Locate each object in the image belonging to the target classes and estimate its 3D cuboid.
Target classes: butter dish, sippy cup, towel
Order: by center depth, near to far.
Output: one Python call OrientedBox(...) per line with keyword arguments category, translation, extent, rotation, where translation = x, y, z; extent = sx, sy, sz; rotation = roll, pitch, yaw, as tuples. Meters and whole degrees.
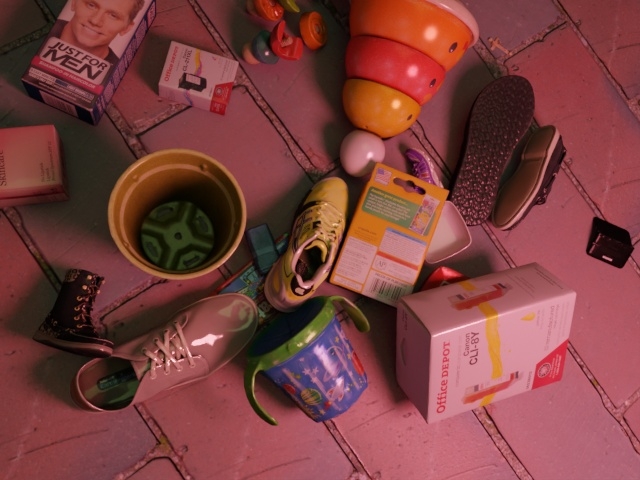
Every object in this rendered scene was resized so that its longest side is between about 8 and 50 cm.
OrientedBox(category="sippy cup", translation=(-0.015, 0.283, 1.372), extent=(0.305, 0.240, 0.224), rotation=(-34, 99, 5))
OrientedBox(category="towel", translation=(-0.139, 0.022, 1.456), extent=(0.067, 0.029, 0.119), rotation=(-18, 83, -18))
OrientedBox(category="butter dish", translation=(0.318, 0.132, 1.534), extent=(0.160, 0.118, 0.160), rotation=(24, 113, -15))

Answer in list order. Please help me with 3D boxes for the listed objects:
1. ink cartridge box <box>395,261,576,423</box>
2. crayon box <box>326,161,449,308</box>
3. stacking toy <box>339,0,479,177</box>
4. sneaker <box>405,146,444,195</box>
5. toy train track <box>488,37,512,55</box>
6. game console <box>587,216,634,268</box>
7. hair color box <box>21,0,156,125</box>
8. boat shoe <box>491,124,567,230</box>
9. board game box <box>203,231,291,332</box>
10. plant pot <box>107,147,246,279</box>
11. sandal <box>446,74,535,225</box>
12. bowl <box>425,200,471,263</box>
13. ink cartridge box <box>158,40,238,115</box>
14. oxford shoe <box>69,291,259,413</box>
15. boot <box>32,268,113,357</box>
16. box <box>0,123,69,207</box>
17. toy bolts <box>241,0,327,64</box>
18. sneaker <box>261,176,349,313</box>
OrientedBox(category="ink cartridge box", translation=(0.390, 0.243, 1.436), extent=(0.385, 0.160, 0.279), rotation=(-13, 121, -15))
OrientedBox(category="crayon box", translation=(0.169, -0.008, 1.503), extent=(0.203, 0.083, 0.323), rotation=(22, 85, -3))
OrientedBox(category="stacking toy", translation=(0.171, -0.390, 1.549), extent=(0.351, 0.350, 0.479), rotation=(19, 94, -9))
OrientedBox(category="sneaker", translation=(0.272, -0.173, 1.606), extent=(0.071, 0.068, 0.170), rotation=(-27, 87, -12))
OrientedBox(category="toy train track", translation=(0.538, -0.579, 1.781), extent=(0.083, 0.014, 0.048), rotation=(33, 73, -6))
OrientedBox(category="game console", translation=(0.838, 0.007, 1.736), extent=(0.122, 0.071, 0.107), rotation=(22, 104, -8))
OrientedBox(category="hair color box", translation=(-0.550, -0.474, 1.444), extent=(0.174, 0.105, 0.347), rotation=(24, 74, -9))
OrientedBox(category="boat shoe", translation=(0.590, -0.153, 1.655), extent=(0.113, 0.127, 0.340), rotation=(38, 69, -28))
OrientedBox(category="board game box", translation=(-0.144, 0.120, 1.464), extent=(0.281, 0.027, 0.145), rotation=(-41, 91, -18))
OrientedBox(category="plant pot", translation=(-0.318, -0.034, 1.333), extent=(0.276, 0.254, 0.276), rotation=(3, 79, -14))
OrientedBox(category="sandal", translation=(0.450, -0.255, 1.659), extent=(0.168, 0.107, 0.445), rotation=(25, 87, -9))
OrientedBox(category="bowl", translation=(0.311, -0.021, 1.579), extent=(0.142, 0.053, 0.142), rotation=(-26, 85, -1))
OrientedBox(category="ink cartridge box", translation=(-0.309, -0.408, 1.506), extent=(0.175, 0.072, 0.127), rotation=(14, 76, -11))
OrientedBox(category="oxford shoe", translation=(-0.338, 0.254, 1.325), extent=(0.449, 0.130, 0.169), rotation=(-25, 85, -14))
OrientedBox(category="boot", translation=(-0.509, 0.152, 1.283), extent=(0.085, 0.236, 0.178), rotation=(39, 61, -48))
OrientedBox(category="box", translation=(-0.698, -0.161, 1.331), extent=(0.232, 0.127, 0.148), rotation=(-9, 81, -16))
OrientedBox(category="toy bolts", translation=(-0.111, -0.547, 1.579), extent=(0.218, 0.158, 0.228), rotation=(41, 54, -45))
OrientedBox(category="sneaker", translation=(0.000, 0.000, 1.432), extent=(0.145, 0.147, 0.384), rotation=(32, 59, -19))
